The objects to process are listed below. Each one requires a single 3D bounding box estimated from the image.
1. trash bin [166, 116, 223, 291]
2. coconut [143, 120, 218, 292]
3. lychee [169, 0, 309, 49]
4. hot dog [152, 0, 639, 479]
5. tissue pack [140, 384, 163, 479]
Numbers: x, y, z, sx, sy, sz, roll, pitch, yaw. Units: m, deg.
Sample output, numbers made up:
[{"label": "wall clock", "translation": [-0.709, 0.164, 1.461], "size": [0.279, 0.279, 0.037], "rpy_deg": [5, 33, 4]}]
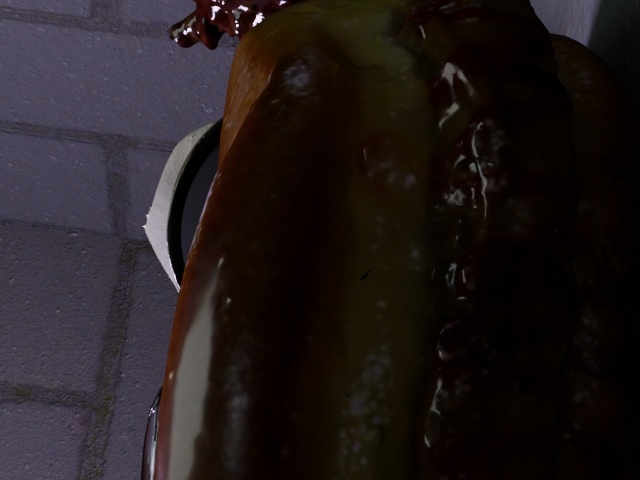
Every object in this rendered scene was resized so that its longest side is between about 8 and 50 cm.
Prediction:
[{"label": "trash bin", "translation": [0.000, 0.000, 0.972], "size": [0.334, 0.214, 0.214], "rpy_deg": [-142, 59, -75]}, {"label": "coconut", "translation": [-0.082, -0.024, 1.579], "size": [0.247, 0.245, 0.245], "rpy_deg": [5, -87, -57]}, {"label": "lychee", "translation": [-0.007, -0.239, 1.036], "size": [0.300, 0.264, 0.264], "rpy_deg": [-39, 26, 24]}, {"label": "hot dog", "translation": [0.032, 0.058, 0.560], "size": [0.223, 0.185, 0.405], "rpy_deg": [106, 170, -72]}, {"label": "tissue pack", "translation": [-0.063, 0.220, 1.301], "size": [0.370, 0.198, 0.210], "rpy_deg": [81, -162, -87]}]
